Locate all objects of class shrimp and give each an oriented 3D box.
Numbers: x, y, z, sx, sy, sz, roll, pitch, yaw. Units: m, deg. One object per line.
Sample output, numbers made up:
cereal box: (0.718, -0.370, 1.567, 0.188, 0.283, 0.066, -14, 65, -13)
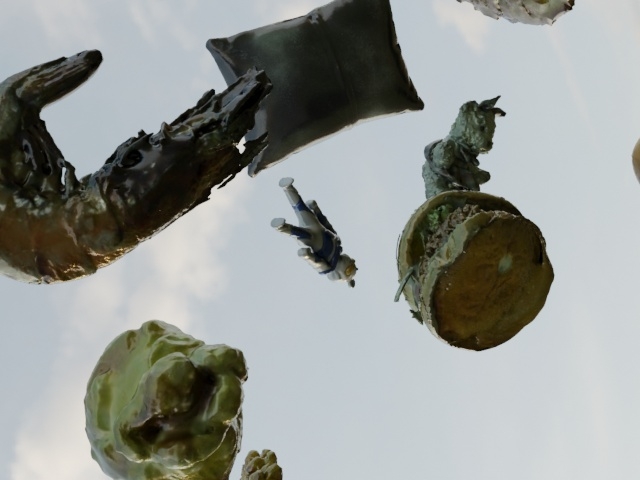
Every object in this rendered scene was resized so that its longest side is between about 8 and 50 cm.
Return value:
shrimp: (-0.225, -0.108, 1.261, 0.233, 0.365, 0.071, 53, 167, 1)

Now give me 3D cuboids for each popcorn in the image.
popcorn: (-0.209, 0.247, 1.701, 0.225, 0.276, 0.276, -42, -56, -25)

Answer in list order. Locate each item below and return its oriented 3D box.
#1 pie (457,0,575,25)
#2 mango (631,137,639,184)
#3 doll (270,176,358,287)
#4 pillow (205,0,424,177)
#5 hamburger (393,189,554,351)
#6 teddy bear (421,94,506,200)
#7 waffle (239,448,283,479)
pie: (0.294, -0.490, 1.976, 0.103, 0.355, 0.288, -36, -42, -23)
mango: (0.486, -0.079, 1.558, 0.090, 0.178, 0.115, -55, -9, -28)
doll: (0.000, 0.000, 1.863, 0.227, 0.057, 0.114, 51, -147, -43)
pillow: (-0.003, -0.203, 1.488, 0.106, 0.250, 0.186, 37, 149, 66)
hamburger: (0.156, 0.028, 1.300, 0.113, 0.185, 0.177, -127, 24, -50)
teddy bear: (0.219, -0.129, 1.918, 0.133, 0.111, 0.213, 31, -107, -47)
waffle: (-0.111, 0.464, 1.944, 0.293, 0.069, 0.259, -178, 96, -80)
